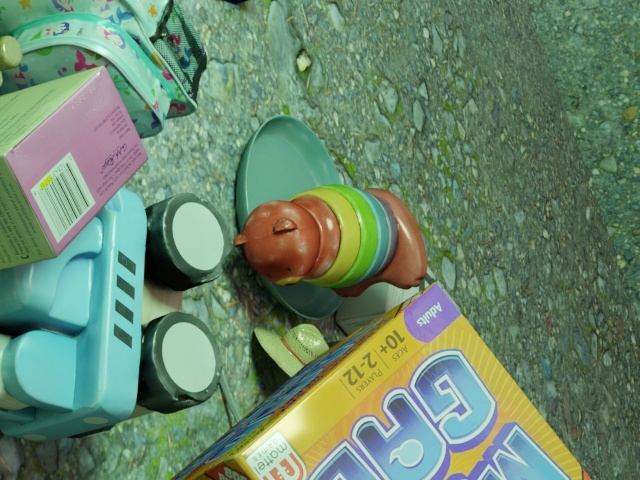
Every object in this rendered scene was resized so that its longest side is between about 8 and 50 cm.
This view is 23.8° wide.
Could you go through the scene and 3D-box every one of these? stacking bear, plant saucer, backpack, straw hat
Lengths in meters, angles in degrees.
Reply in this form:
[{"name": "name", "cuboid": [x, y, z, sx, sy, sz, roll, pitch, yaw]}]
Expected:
[{"name": "stacking bear", "cuboid": [0.000, 0.000, 2.190, 0.289, 0.175, 0.164, -1, 82, -54]}, {"name": "plant saucer", "cuboid": [-0.044, -0.033, 2.318, 0.317, 0.043, 0.318, 30, 54, -55]}, {"name": "backpack", "cuboid": [-0.277, -0.232, 1.767, 0.191, 0.225, 0.253, -75, 148, -45]}, {"name": "straw hat", "cuboid": [-0.023, 0.154, 2.191, 0.144, 0.061, 0.144, 43, 10, -9]}]

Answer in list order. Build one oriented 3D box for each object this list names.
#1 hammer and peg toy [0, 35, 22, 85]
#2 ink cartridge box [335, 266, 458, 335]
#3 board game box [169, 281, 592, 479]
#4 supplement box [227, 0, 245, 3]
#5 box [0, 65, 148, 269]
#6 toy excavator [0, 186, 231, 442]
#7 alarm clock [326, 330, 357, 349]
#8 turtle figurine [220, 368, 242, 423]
[{"name": "hammer and peg toy", "cuboid": [-0.468, -0.258, 1.526, 0.361, 0.127, 0.266, -24, 101, -62]}, {"name": "ink cartridge box", "cuboid": [0.132, 0.122, 2.522, 0.237, 0.100, 0.172, 50, 40, -42]}, {"name": "board game box", "cuboid": [0.051, 0.333, 1.802, 0.356, 0.356, 0.356, -38, 90, -35]}, {"name": "supplement box", "cuboid": [-0.131, -0.409, 2.282, 0.083, 0.056, 0.083, 6, 75, -61]}, {"name": "box", "cuboid": [-0.340, -0.060, 1.565, 0.117, 0.243, 0.213, 67, 29, -22]}, {"name": "toy excavator", "cuboid": [-0.336, 0.112, 1.599, 0.445, 0.222, 0.433, 22, 60, -42]}, {"name": "alarm clock", "cuboid": [0.029, 0.225, 2.332, 0.192, 0.064, 0.129, -40, 115, -62]}, {"name": "turtle figurine", "cuboid": [-0.029, 0.346, 2.142, 0.198, 0.274, 0.266, 54, 51, -77]}]
